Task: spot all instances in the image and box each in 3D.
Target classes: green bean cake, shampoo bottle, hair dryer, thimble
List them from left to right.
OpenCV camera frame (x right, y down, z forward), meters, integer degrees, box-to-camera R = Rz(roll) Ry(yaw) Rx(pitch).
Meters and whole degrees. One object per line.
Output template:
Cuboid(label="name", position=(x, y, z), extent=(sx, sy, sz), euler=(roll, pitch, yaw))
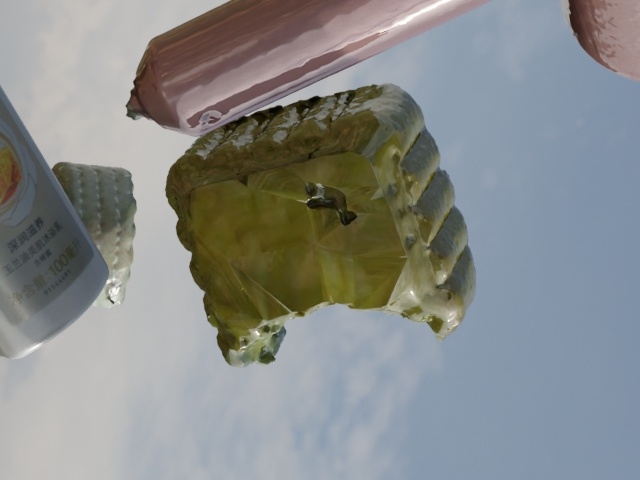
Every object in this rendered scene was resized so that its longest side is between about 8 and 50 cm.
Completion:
Cuboid(label="shampoo bottle", position=(-0.200, -0.047, 0.754), extent=(0.055, 0.086, 0.227), euler=(2, -53, 45))
Cuboid(label="thimble", position=(-0.176, -0.003, 1.047), extent=(0.084, 0.062, 0.110), euler=(141, -51, -64))
Cuboid(label="green bean cake", position=(0.000, 0.000, 1.215), extent=(0.124, 0.236, 0.233), euler=(-58, 131, -61))
Cuboid(label="hair dryer", position=(0.067, -0.130, 0.690), extent=(0.210, 0.352, 0.125), euler=(60, 7, -60))
